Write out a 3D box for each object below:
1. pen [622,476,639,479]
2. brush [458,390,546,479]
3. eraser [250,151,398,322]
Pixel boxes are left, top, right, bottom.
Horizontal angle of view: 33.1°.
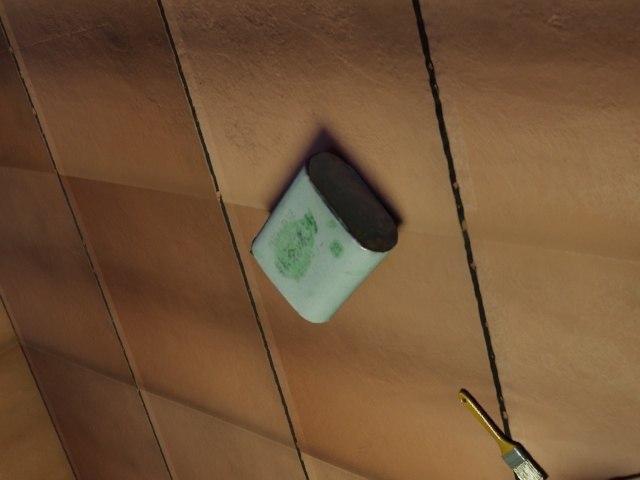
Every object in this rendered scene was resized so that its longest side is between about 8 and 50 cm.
[{"bbox_3d":[0.412,0.305,1.347,0.028,0.028,0.239,57,143,0],"label":"pen"},{"bbox_3d":[0.252,0.279,1.523,0.170,0.014,0.043,50,142,10],"label":"brush"},{"bbox_3d":[0.000,0.000,1.541,0.174,0.081,0.227,50,144,10],"label":"eraser"}]
